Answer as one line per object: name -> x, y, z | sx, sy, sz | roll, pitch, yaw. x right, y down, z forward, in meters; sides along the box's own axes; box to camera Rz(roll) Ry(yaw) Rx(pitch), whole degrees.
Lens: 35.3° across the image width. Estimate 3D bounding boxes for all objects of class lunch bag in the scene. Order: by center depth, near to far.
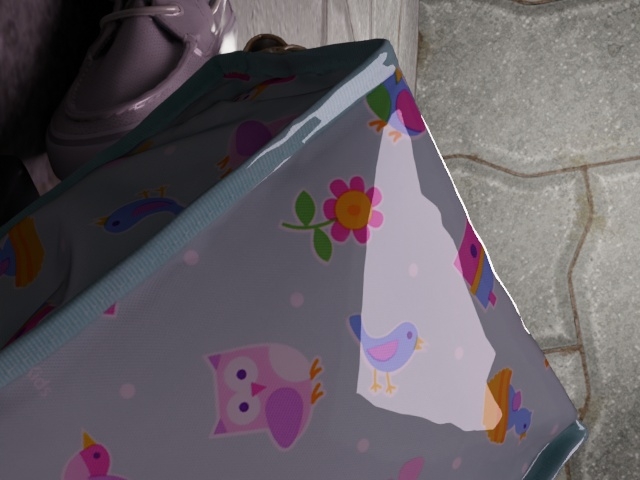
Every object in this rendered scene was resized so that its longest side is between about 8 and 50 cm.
lunch bag -> -0.049, 0.082, 0.401 | 0.262, 0.160, 0.223 | -44, 118, -21

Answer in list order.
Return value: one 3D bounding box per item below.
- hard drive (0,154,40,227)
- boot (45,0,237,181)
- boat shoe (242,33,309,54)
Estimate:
hard drive -> -0.153, 0.040, 0.469 | 0.094, 0.022, 0.135 | 79, 16, -49
boot -> -0.106, -0.132, 0.569 | 0.258, 0.095, 0.123 | -87, 168, -63
boat shoe -> -0.028, -0.100, 0.594 | 0.153, 0.056, 0.048 | -105, -172, -79
